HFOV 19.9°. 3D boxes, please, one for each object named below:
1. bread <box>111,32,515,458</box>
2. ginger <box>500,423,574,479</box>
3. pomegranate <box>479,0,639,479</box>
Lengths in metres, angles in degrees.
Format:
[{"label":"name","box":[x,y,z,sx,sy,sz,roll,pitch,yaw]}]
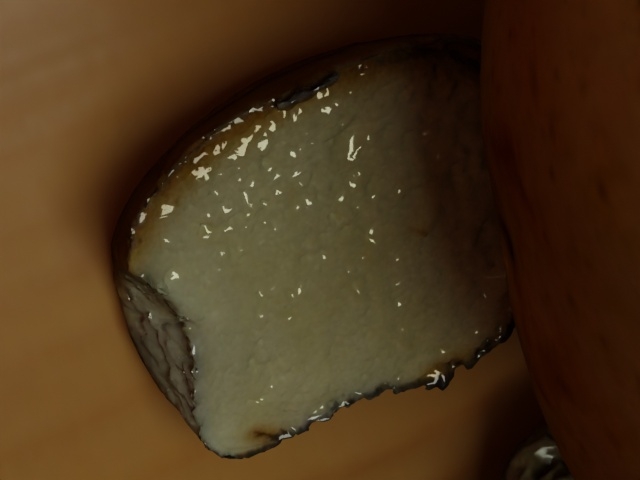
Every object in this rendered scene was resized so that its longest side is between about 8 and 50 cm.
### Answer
[{"label":"bread","box":[0.000,0.000,0.551,0.129,0.044,0.126,-25,125,-19]},{"label":"ginger","box":[0.168,0.109,0.654,0.333,0.080,0.166,-8,126,-24]},{"label":"pomegranate","box":[0.235,-0.035,0.457,0.411,0.411,0.411,-9,112,-23]}]
